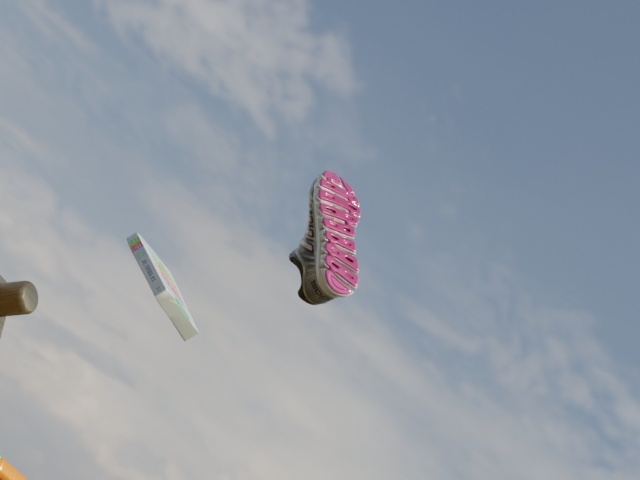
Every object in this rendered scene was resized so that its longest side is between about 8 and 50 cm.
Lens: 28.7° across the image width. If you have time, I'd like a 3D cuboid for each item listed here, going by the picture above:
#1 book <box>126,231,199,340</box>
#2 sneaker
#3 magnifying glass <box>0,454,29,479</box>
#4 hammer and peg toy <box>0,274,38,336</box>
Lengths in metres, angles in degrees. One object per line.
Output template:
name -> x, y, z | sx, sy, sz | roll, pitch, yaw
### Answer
book -> -0.220, 0.062, 1.710 | 0.144, 0.035, 0.096 | 54, -6, 49
sneaker -> 0.000, 0.000, 1.376 | 0.063, 0.170, 0.075 | 24, -42, -32
magnifying glass -> -0.436, 0.280, 1.626 | 0.026, 0.092, 0.231 | -6, -38, 17
hammer and peg toy -> -0.415, 0.056, 1.194 | 0.127, 0.266, 0.361 | -6, -36, 18
